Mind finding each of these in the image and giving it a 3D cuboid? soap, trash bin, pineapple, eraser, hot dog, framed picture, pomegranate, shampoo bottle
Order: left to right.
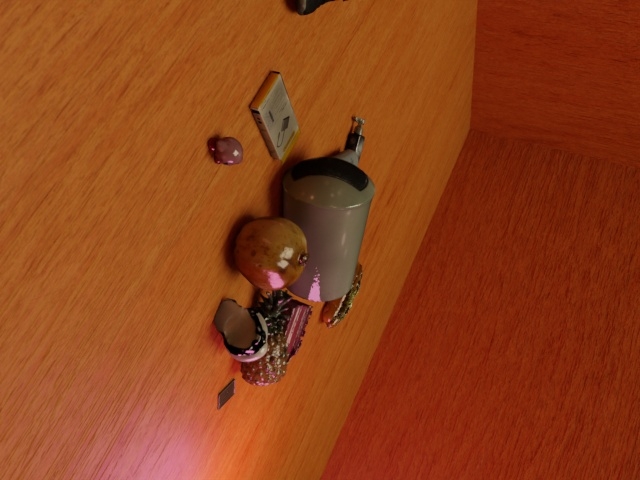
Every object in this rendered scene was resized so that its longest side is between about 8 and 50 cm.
[{"bbox_3d":[-0.301,0.492,1.806,0.089,0.006,0.066,-41,144,-53],"label":"framed picture"},{"bbox_3d":[-0.168,0.283,1.789,0.169,0.169,0.341,-23,122,-63],"label":"pineapple"},{"bbox_3d":[-0.132,0.039,1.575,0.215,0.215,0.216,-51,151,-43],"label":"pomegranate"},{"bbox_3d":[-0.126,0.331,1.980,0.250,0.099,0.162,-71,159,-3],"label":"soap"},{"bbox_3d":[0.010,-0.048,1.771,0.280,0.280,0.433,-45,150,-49],"label":"trash bin"},{"bbox_3d":[0.049,-0.215,1.992,0.227,0.081,0.174,-39,145,-56],"label":"eraser"},{"bbox_3d":[0.105,0.243,2.480,0.338,0.100,0.135,-63,158,-23],"label":"hot dog"},{"bbox_3d":[0.125,-0.353,2.101,0.063,0.057,0.208,-4,109,-59],"label":"shampoo bottle"}]

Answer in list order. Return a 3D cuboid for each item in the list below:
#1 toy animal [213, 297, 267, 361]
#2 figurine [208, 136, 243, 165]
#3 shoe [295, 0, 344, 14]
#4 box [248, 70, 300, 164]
[{"bbox_3d":[-0.220,0.267,1.639,0.179,0.138,0.166,83,-11,-63],"label":"toy animal"},{"bbox_3d":[-0.220,-0.213,1.336,0.067,0.071,0.083,-68,157,-12],"label":"figurine"},{"bbox_3d":[0.032,-0.671,1.492,0.291,0.137,0.114,-54,152,-37],"label":"shoe"},{"bbox_3d":[-0.119,-0.329,1.545,0.129,0.033,0.247,-64,158,-22],"label":"box"}]
